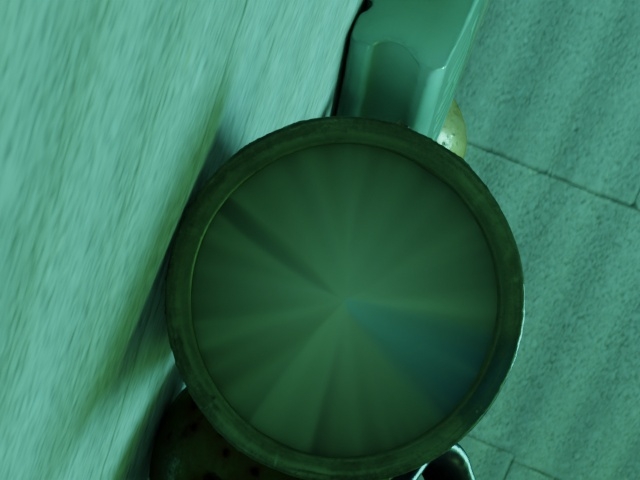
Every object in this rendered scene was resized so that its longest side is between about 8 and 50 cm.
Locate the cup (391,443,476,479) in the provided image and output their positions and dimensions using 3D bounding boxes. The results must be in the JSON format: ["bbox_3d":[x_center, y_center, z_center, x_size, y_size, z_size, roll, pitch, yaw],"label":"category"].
[{"bbox_3d":[0.051,0.338,1.410,0.308,0.292,0.242,-32,-152,-10],"label":"cup"}]

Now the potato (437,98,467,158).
[{"bbox_3d":[0.109,-0.112,2.020,0.147,0.112,0.112,-63,178,29],"label":"potato"}]

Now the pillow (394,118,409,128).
[{"bbox_3d":[0.000,0.000,1.460,0.126,0.043,0.232,-35,-160,47],"label":"pillow"}]

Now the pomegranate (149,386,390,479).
[{"bbox_3d":[-0.019,0.181,1.278,0.179,0.210,0.179,-28,-128,41],"label":"pomegranate"}]

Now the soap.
[{"bbox_3d":[0.078,-0.155,1.567,0.265,0.087,0.160,103,11,-63],"label":"soap"}]

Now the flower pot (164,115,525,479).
[{"bbox_3d":[0.003,0.029,1.111,0.202,0.212,0.212,-154,-94,-82],"label":"flower pot"}]
